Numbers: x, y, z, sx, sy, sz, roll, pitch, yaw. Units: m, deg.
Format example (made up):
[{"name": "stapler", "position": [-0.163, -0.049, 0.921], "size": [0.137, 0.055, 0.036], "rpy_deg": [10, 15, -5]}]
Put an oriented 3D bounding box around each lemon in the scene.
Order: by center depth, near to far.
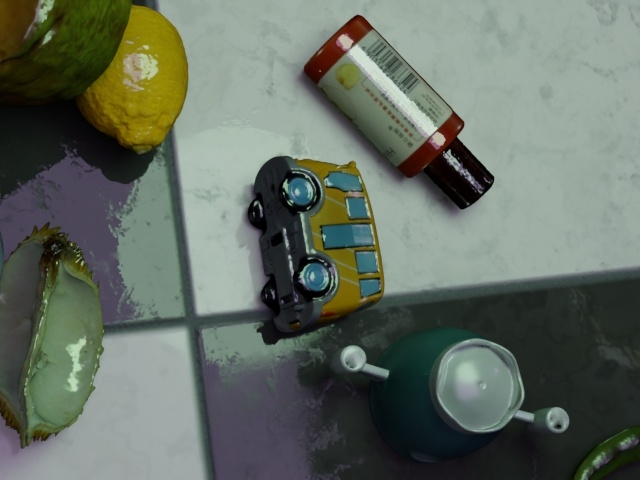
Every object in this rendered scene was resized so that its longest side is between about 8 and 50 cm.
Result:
[{"name": "lemon", "position": [-0.225, -0.192, 1.405], "size": [0.142, 0.142, 0.187], "rpy_deg": [-4, 78, -17]}]

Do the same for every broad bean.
[{"name": "broad bean", "position": [0.404, 0.281, 1.545], "size": [0.227, 0.039, 0.069], "rpy_deg": [-25, 80, -19]}]

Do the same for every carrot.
[{"name": "carrot", "position": [-0.338, -0.266, 1.283], "size": [0.241, 0.341, 0.241], "rpy_deg": [1, 93, 14]}]

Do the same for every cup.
[{"name": "cup", "position": [0.159, 0.182, 1.421], "size": [0.300, 0.173, 0.167], "rpy_deg": [17, 75, -13]}]

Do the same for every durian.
[{"name": "durian", "position": [-0.303, 0.108, 1.318], "size": [0.144, 0.139, 0.252], "rpy_deg": [19, 73, -16]}]

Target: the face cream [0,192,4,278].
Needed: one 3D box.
[{"name": "face cream", "position": [-0.480, 0.067, 1.304], "size": [0.235, 0.137, 0.420], "rpy_deg": [21, 84, -13]}]

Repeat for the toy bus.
[{"name": "toy bus", "position": [0.000, 0.000, 1.441], "size": [0.136, 0.126, 0.209], "rpy_deg": [-6, 79, -26]}]

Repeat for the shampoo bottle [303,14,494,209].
[{"name": "shampoo bottle", "position": [0.109, -0.155, 1.515], "size": [0.278, 0.104, 0.104], "rpy_deg": [45, 70, -3]}]
